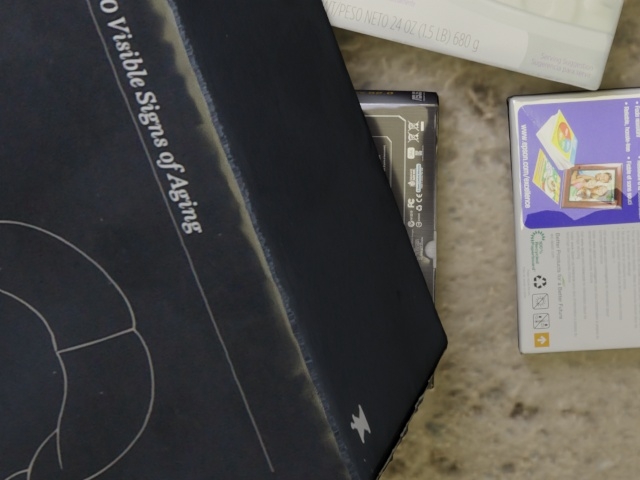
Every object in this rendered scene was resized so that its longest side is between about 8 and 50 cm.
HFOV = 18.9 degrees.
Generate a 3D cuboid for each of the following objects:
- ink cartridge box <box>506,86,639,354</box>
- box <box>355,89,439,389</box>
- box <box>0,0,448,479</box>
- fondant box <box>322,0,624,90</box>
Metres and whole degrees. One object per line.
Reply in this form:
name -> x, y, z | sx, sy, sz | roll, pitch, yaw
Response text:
ink cartridge box -> 0.252, -0.017, 1.487 | 0.208, 0.045, 0.206 | -3, 103, 4
box -> 0.000, 0.000, 1.496 | 0.183, 0.056, 0.231 | 0, 103, 3
box -> -0.227, -0.031, 1.335 | 0.472, 0.297, 0.480 | -16, 102, 20
fondant box -> 0.127, -0.299, 1.403 | 0.238, 0.096, 0.330 | 14, 102, -1
